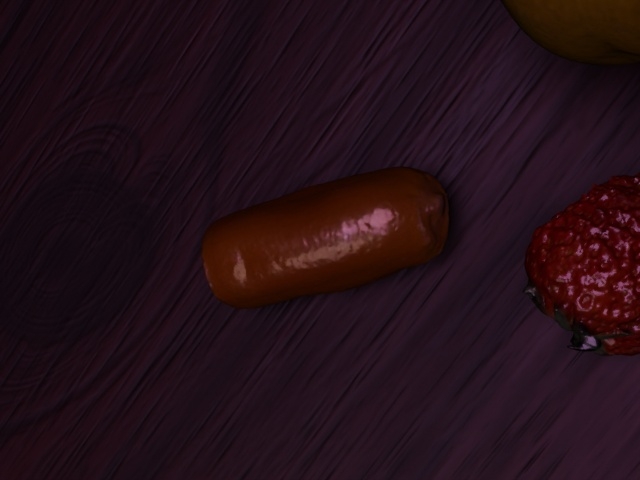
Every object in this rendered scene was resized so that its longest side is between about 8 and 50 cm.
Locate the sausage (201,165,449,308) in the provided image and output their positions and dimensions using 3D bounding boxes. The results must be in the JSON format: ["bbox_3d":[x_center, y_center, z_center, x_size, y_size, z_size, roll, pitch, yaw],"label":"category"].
[{"bbox_3d":[0.000,0.000,0.833,0.238,0.098,0.098,-14,83,21],"label":"sausage"}]

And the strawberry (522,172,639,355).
[{"bbox_3d":[0.235,0.019,0.724,0.148,0.131,0.131,-37,76,15],"label":"strawberry"}]

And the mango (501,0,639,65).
[{"bbox_3d":[0.251,-0.337,0.641,0.220,0.301,0.445,16,93,50],"label":"mango"}]
